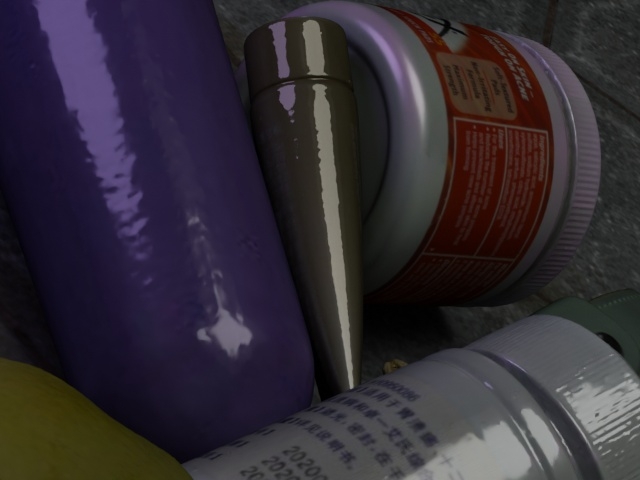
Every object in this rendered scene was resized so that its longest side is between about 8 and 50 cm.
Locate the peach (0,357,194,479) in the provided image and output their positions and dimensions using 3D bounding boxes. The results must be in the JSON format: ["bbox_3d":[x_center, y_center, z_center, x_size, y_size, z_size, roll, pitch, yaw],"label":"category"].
[{"bbox_3d":[-0.193,0.210,0.878,0.281,0.314,0.315,51,-9,-8],"label":"peach"}]

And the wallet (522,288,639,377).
[{"bbox_3d":[0.273,0.161,1.607,0.252,0.083,0.360,51,36,15],"label":"wallet"}]

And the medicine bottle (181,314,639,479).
[{"bbox_3d":[0.052,0.185,1.142,0.332,0.190,0.190,-21,63,-25],"label":"medicine bottle"}]

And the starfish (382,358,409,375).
[{"bbox_3d":[0.102,0.188,1.395,0.236,0.062,0.277,21,53,2],"label":"starfish"}]

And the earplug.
[{"bbox_3d":[-0.134,-0.020,1.314,0.215,0.215,0.456,10,47,-38],"label":"earplug"}]

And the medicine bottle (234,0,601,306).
[{"bbox_3d":[0.072,-0.069,1.523,0.241,0.252,0.252,5,46,-44],"label":"medicine bottle"}]

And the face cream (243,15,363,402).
[{"bbox_3d":[0.000,0.000,1.343,0.084,0.137,0.341,-6,72,-6],"label":"face cream"}]
